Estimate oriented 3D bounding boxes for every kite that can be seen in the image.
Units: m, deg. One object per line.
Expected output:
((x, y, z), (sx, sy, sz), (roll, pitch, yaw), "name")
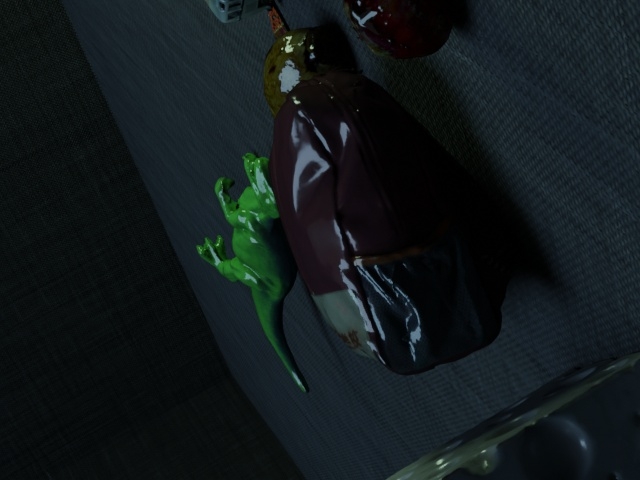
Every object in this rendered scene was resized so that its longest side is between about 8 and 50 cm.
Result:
((-0.032, -0.232, 1.679), (0.125, 0.008, 0.222), (51, 164, 39), "kite")

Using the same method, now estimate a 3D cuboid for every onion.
((0.070, -0.210, 1.126), (0.107, 0.097, 0.107), (35, -155, -19), "onion")

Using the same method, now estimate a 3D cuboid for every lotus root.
((-0.018, -0.175, 1.553), (0.110, 0.097, 0.258), (54, 170, 16), "lotus root")

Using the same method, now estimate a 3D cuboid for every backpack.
((0.059, -0.029, 1.331), (0.283, 0.197, 0.317), (167, 80, -78), "backpack")

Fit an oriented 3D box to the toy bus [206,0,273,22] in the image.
((-0.100, -0.335, 1.530), (0.087, 0.089, 0.194), (59, 167, 9), "toy bus")

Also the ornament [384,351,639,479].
((0.234, 0.268, 1.176), (0.239, 0.239, 0.240), (60, 167, 5), "ornament")

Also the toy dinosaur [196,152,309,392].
((-0.049, 0.068, 2.261), (0.500, 0.144, 0.374), (61, 156, -14), "toy dinosaur")
